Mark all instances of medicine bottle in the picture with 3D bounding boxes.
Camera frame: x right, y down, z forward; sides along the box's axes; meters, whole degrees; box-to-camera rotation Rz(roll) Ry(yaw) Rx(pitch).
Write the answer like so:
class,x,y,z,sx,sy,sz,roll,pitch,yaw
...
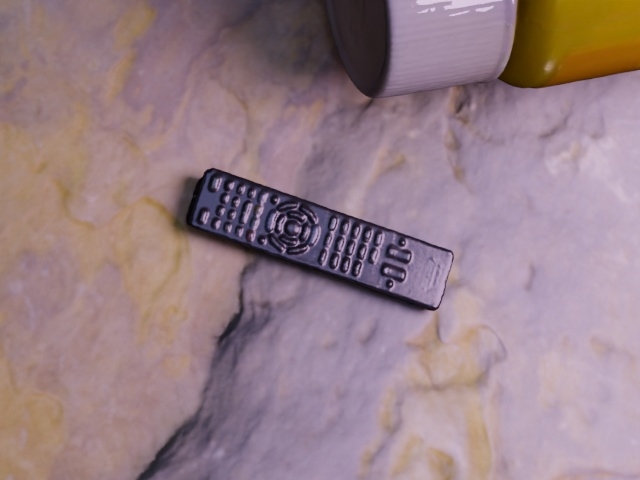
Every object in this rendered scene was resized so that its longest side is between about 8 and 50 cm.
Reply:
class,x,y,z,sx,sy,sz,roll,pitch,yaw
medicine bottle,0.210,-0.252,1.366,0.384,0.224,0.224,-12,76,-15

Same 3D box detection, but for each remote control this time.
class,x,y,z,sx,sy,sz,roll,pitch,yaw
remote control,0.000,0.000,1.354,0.245,0.025,0.063,20,72,-5
